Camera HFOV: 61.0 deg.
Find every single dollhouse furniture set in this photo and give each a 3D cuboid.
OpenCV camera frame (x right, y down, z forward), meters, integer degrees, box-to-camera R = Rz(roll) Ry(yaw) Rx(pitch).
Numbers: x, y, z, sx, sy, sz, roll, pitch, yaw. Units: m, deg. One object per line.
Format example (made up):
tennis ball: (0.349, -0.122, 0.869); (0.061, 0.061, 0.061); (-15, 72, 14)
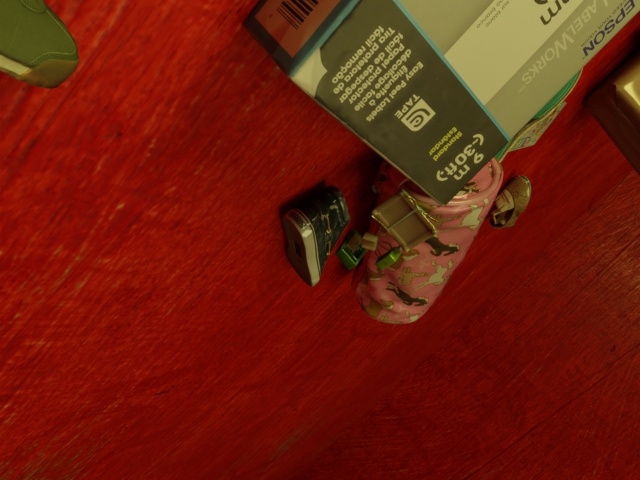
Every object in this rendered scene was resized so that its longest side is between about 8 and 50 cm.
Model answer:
dollhouse furniture set: (0.091, -0.015, 0.735); (0.152, 0.076, 0.058); (-37, -172, 38)

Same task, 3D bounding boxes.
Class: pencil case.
pencil case: (0.149, -0.003, 0.872); (0.160, 0.167, 0.386); (-50, 162, -29)

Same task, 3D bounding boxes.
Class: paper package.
paper package: (0.776, -0.291, 1.113); (0.325, 0.309, 0.168); (-40, -176, 3)

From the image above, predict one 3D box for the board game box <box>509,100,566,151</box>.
board game box: (0.389, -0.218, 1.022); (0.154, 0.026, 0.103); (-19, 149, -41)

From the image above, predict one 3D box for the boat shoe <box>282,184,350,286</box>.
boat shoe: (0.000, 0.000, 0.764); (0.083, 0.065, 0.183); (-36, 157, -17)

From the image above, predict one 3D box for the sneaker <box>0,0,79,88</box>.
sneaker: (-0.166, -0.146, 0.243); (0.086, 0.064, 0.192); (-39, 154, 8)

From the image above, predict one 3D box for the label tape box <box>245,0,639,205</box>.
label tape box: (0.145, -0.170, 0.492); (0.249, 0.115, 0.348); (-47, 134, 14)

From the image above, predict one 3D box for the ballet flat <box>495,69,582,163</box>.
ballet flat: (0.311, -0.205, 0.882); (0.248, 0.086, 0.086); (-47, 156, 19)

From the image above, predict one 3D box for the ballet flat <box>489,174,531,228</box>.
ballet flat: (0.453, -0.082, 1.318); (0.067, 0.073, 0.206); (-23, 151, -5)
